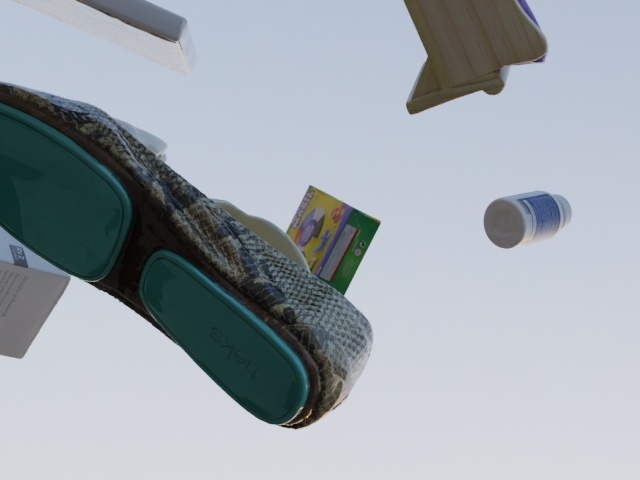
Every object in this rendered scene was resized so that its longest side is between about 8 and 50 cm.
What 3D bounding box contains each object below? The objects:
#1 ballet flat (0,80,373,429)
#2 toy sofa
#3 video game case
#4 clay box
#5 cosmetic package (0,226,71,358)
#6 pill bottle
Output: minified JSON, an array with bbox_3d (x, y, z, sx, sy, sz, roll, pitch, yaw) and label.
[{"bbox_3d":[-0.151,-0.008,1.515,0.483,0.182,0.164,37,-53,9],"label":"ballet flat"},{"bbox_3d":[0.119,-0.339,1.728,0.177,0.150,0.362,-20,-70,20],"label":"toy sofa"},{"bbox_3d":[-0.225,-0.220,1.447,0.227,0.026,0.206,23,-3,-1],"label":"video game case"},{"bbox_3d":[0.000,0.000,2.174,0.053,0.127,0.222,26,1,-22],"label":"clay box"},{"bbox_3d":[-0.450,0.038,2.024,0.183,0.151,0.151,15,-59,-36],"label":"cosmetic package"},{"bbox_3d":[0.269,-0.029,2.007,0.067,0.120,0.067,9,-76,42],"label":"pill bottle"}]
